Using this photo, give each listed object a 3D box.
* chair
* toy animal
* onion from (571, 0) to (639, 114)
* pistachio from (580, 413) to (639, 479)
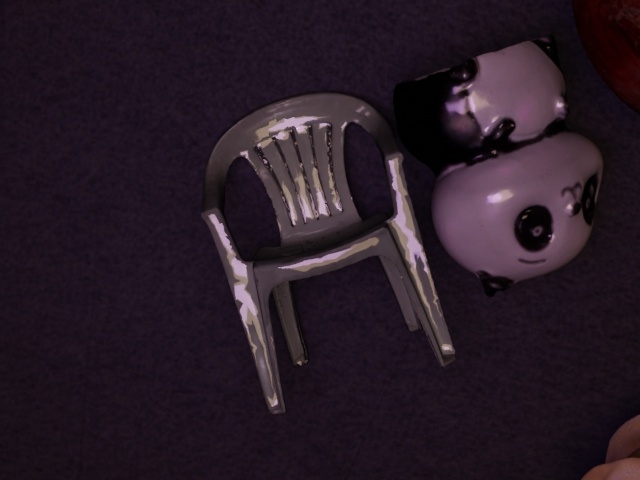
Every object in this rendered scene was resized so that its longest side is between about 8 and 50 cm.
[{"bbox_3d":[0.000,0.000,1.483,0.203,0.190,0.275,-15,102,3],"label":"chair"},{"bbox_3d":[0.181,-0.075,1.459,0.187,0.165,0.235,-21,89,-33],"label":"toy animal"},{"bbox_3d":[0.372,-0.215,1.389,0.276,0.276,0.276,0,96,3],"label":"onion"},{"bbox_3d":[0.410,0.309,1.465,0.321,0.229,0.238,41,130,7],"label":"pistachio"}]
